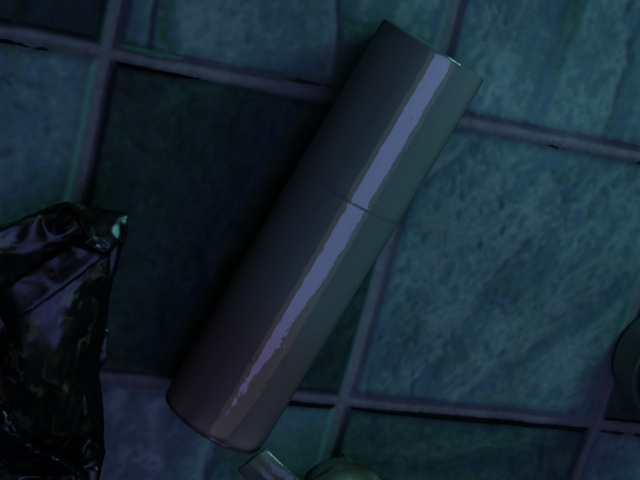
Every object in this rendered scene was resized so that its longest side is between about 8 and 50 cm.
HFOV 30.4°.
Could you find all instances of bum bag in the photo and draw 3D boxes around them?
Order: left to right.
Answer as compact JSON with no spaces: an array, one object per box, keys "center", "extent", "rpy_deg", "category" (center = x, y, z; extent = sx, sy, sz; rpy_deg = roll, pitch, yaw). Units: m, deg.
[{"center":[-0.202,0.084,0.852],"extent":[0.102,0.069,0.248],"rpy_deg":[11,110,3],"category":"bum bag"}]

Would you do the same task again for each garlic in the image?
[{"center":[-0.009,0.228,0.936],"extent":[0.194,0.127,0.131],"rpy_deg":[42,76,-37],"category":"garlic"}]

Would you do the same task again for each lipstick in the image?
[{"center":[0.000,0.000,0.876],"extent":[0.087,0.087,0.327],"rpy_deg":[26,101,-25],"category":"lipstick"}]

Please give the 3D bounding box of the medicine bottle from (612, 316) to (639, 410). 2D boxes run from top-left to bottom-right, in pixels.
[{"center":[0.333,0.132,0.995],"extent":[0.105,0.168,0.105],"rpy_deg":[-7,113,-16],"category":"medicine bottle"}]
